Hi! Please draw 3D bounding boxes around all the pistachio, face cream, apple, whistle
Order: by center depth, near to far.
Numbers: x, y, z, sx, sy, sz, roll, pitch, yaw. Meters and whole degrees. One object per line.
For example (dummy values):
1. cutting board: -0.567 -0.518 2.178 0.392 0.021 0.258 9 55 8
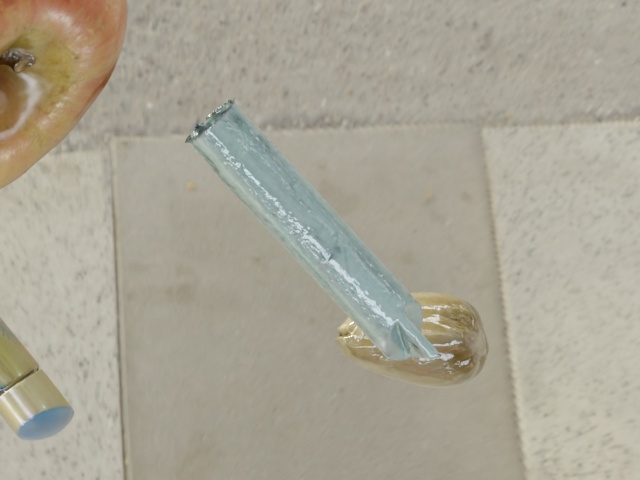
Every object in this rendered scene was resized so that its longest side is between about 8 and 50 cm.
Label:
1. apple: -0.261 -0.153 0.859 0.242 0.242 0.241 -42 64 -17
2. whistle: 0.000 0.000 1.271 0.312 0.062 0.062 47 72 -14
3. pistachio: 0.108 0.113 1.567 0.185 0.126 0.108 8 82 -16
4. face cream: -0.398 0.116 1.591 0.067 0.139 0.285 -38 91 -1
